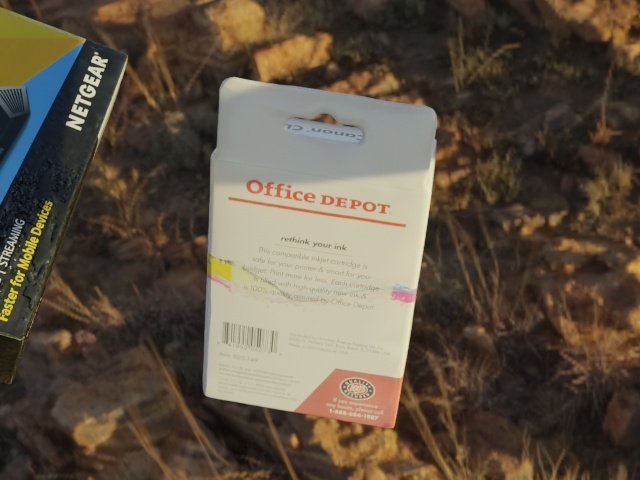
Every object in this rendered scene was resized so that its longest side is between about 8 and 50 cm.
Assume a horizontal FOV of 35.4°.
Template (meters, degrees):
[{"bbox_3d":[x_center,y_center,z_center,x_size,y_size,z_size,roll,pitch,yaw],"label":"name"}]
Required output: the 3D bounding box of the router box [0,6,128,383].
[{"bbox_3d":[-0.174,-0.036,0.451,0.133,0.046,0.178,18,49,-13],"label":"router box"}]

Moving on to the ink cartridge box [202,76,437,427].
[{"bbox_3d":[0.000,0.000,0.556,0.115,0.198,0.067,9,30,5],"label":"ink cartridge box"}]
